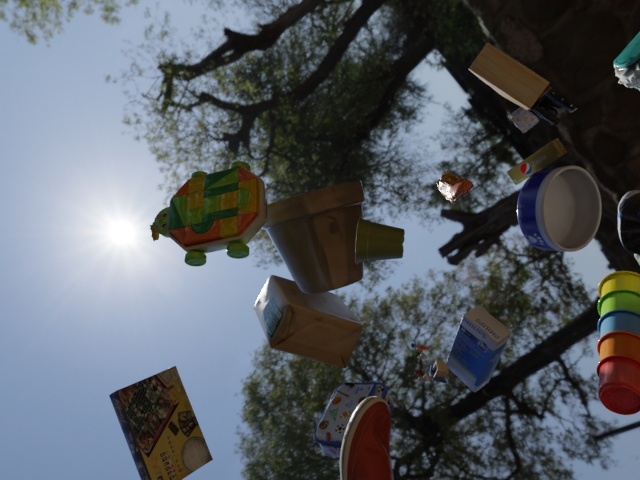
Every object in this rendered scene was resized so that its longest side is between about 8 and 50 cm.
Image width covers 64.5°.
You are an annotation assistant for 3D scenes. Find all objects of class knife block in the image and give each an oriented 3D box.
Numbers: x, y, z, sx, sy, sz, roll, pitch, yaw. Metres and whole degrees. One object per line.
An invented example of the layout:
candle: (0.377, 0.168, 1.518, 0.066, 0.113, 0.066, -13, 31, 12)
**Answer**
knife block: (0.591, -0.437, 1.457, 0.276, 0.088, 0.242, 20, -157, -36)

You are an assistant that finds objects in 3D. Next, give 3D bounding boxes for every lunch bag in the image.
lunch bag: (0.131, 0.644, 1.851, 0.115, 0.243, 0.303, 61, -140, -23)
lunch bag: (0.723, -0.431, 1.800, 0.083, 0.071, 0.053, 39, -148, -17)

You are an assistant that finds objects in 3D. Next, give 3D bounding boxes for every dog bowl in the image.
dog bowl: (0.749, -0.097, 1.590, 0.265, 0.104, 0.264, -1, -88, -26)

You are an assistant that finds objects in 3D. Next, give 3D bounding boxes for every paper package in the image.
paper package: (-0.050, 0.277, 1.795, 0.310, 0.168, 0.325, 19, -171, -21)

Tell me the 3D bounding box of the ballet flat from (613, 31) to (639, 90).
ballet flat: (0.697, -0.434, 0.883, 0.147, 0.409, 0.147, 28, -156, -14)

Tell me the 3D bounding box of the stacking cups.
stacking cups: (0.535, 0.168, 0.884, 0.096, 0.096, 0.316, 49, -142, -3)

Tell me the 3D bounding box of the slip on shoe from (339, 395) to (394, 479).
slip on shoe: (0.095, 0.444, 0.881, 0.123, 0.101, 0.331, 29, -119, -43)

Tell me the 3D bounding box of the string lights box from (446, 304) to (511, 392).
string lights box: (0.494, 0.346, 1.607, 0.077, 0.259, 0.133, -23, -132, -29)

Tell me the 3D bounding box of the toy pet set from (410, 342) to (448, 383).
toy pet set: (0.321, 0.385, 1.528, 0.114, 0.065, 0.122, 13, -145, -4)

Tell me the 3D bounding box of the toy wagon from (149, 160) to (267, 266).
toy wagon: (-0.304, -0.066, 1.321, 0.068, 0.344, 0.267, 56, -154, -58)

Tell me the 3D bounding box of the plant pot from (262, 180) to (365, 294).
plant pot: (0.000, 0.000, 1.493, 0.323, 0.323, 0.280, -20, -84, -58)

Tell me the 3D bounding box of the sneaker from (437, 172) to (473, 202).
sneaker: (0.323, -0.134, 1.250, 0.067, 0.064, 0.175, 50, 179, -6)

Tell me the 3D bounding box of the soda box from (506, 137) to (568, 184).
soda box: (0.706, -0.256, 1.659, 0.061, 0.181, 0.058, -27, -99, -42)

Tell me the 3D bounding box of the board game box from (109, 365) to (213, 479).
board game box: (-0.367, 0.436, 1.180, 0.165, 0.042, 0.243, -13, -104, -54)

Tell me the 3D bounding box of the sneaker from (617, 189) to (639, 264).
sneaker: (0.557, -0.018, 0.883, 0.211, 0.080, 0.081, 46, -153, -36)

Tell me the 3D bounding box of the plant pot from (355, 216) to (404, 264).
plant pot: (0.104, 0.002, 0.875, 0.083, 0.079, 0.083, 3, -90, -80)
